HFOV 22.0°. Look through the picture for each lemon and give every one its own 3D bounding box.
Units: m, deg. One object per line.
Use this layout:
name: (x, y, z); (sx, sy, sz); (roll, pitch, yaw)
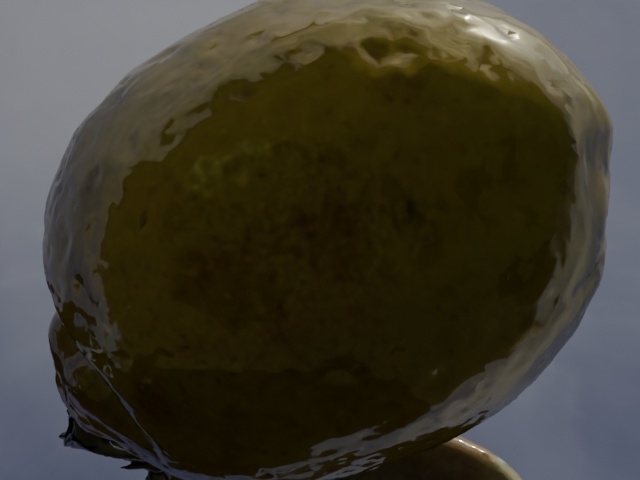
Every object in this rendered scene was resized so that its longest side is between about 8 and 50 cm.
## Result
lemon: (0.000, 0.000, 0.565); (0.207, 0.170, 0.170); (-21, -86, -4)

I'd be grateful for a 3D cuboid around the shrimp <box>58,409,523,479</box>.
shrimp: (-0.015, 0.138, 0.677); (0.219, 0.046, 0.152); (16, -93, 13)
